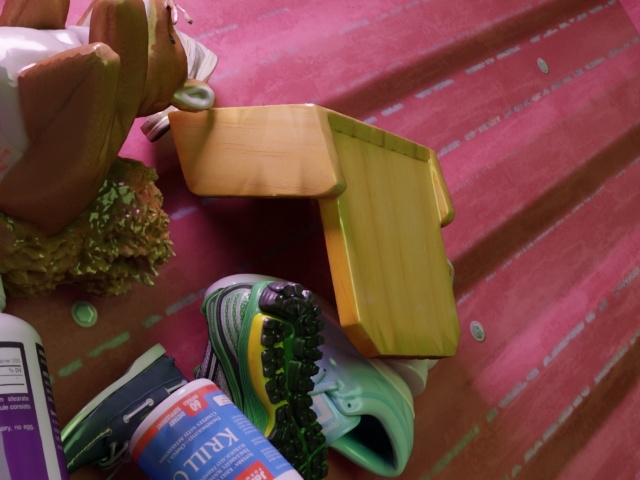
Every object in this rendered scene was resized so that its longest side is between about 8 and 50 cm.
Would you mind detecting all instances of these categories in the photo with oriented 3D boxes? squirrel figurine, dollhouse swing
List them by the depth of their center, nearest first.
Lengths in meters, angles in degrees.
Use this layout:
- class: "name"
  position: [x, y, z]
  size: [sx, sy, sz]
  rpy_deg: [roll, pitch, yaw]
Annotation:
- class: "squirrel figurine"
  position: [-0.287, -0.129, 1.360]
  size: [0.370, 0.281, 0.396]
  rpy_deg: [-46, 146, -63]
- class: "dollhouse swing"
  position: [0.000, 0.000, 1.581]
  size: [0.347, 0.315, 0.304]
  rpy_deg: [10, 82, -60]

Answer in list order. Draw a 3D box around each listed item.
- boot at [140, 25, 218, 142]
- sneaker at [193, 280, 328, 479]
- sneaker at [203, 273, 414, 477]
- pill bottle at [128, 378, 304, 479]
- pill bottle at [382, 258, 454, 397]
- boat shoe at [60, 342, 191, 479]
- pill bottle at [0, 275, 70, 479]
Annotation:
- class: "boot"
  position: [-0.239, -0.244, 1.616]
  size: [0.165, 0.077, 0.213]
  rpy_deg: [43, 38, -19]
- class: "sneaker"
  position: [-0.079, 0.215, 1.423]
  size: [0.134, 0.146, 0.343]
  rpy_deg: [-2, 95, -49]
- class: "sneaker"
  position: [-0.002, 0.183, 1.532]
  size: [0.366, 0.135, 0.150]
  rpy_deg: [36, 26, -24]
- class: "pill bottle"
  position: [-0.094, 0.267, 1.273]
  size: [0.221, 0.124, 0.124]
  rpy_deg: [43, 38, 17]
- class: "pill bottle"
  position: [0.125, 0.119, 1.727]
  size: [0.121, 0.121, 0.216]
  rpy_deg: [37, 46, -24]
- class: "boat shoe"
  position: [-0.234, 0.212, 1.342]
  size: [0.079, 0.095, 0.254]
  rpy_deg: [45, 33, 0]
- class: "pill bottle"
  position: [-0.351, 0.196, 1.165]
  size: [0.182, 0.181, 0.322]
  rpy_deg: [2, 65, -44]
